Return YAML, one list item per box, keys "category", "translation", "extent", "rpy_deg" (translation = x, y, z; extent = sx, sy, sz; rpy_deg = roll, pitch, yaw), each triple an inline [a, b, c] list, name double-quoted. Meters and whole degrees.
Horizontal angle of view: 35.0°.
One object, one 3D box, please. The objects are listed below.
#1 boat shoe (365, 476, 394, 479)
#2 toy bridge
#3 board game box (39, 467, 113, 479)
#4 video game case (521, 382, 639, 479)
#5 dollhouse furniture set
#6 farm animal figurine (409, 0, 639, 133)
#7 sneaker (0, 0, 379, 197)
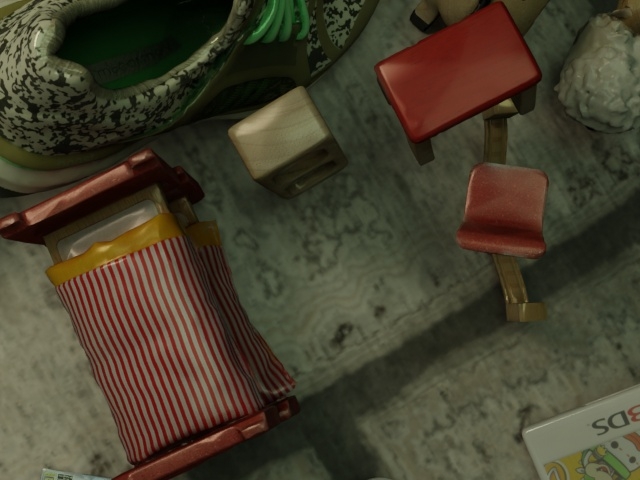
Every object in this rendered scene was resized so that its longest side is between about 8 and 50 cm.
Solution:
- category: "boat shoe"
  translation: [0.087, 0.280, 0.744]
  extent: [0.083, 0.076, 0.226]
  rpy_deg: [-25, 83, -15]
- category: "toy bridge"
  translation: [0.153, -0.027, 0.831]
  extent: [0.026, 0.063, 0.188]
  rpy_deg: [-6, 87, -11]
- category: "board game box"
  translation: [-0.167, 0.218, 0.741]
  extent: [0.090, 0.020, 0.090]
  rpy_deg: [11, 75, -8]
- category: "video game case"
  translation: [0.294, 0.215, 0.777]
  extent: [0.206, 0.026, 0.227]
  rpy_deg: [-24, 82, 13]
- category: "dollhouse furniture set"
  translation: [0.000, 0.000, 0.697]
  extent: [0.374, 0.152, 0.201]
  rpy_deg: [-27, 82, 5]
- category: "farm animal figurine"
  translation: [0.176, -0.288, 0.840]
  extent: [0.330, 0.172, 0.327]
  rpy_deg: [23, 74, -4]
- category: "sneaker"
  translation: [-0.068, -0.156, 0.724]
  extent: [0.410, 0.182, 0.158]
  rpy_deg: [-35, 104, -34]
